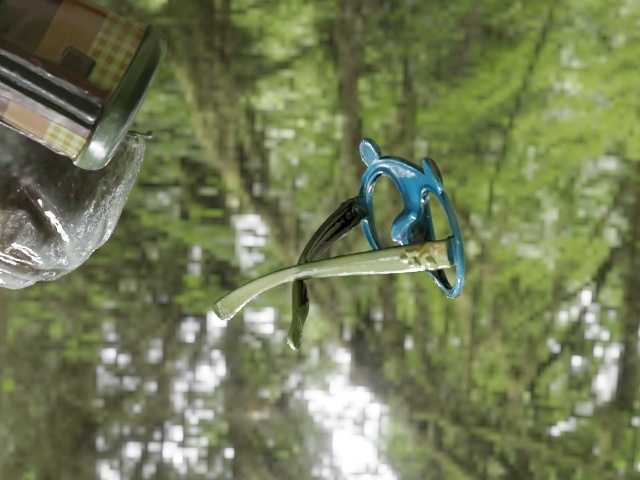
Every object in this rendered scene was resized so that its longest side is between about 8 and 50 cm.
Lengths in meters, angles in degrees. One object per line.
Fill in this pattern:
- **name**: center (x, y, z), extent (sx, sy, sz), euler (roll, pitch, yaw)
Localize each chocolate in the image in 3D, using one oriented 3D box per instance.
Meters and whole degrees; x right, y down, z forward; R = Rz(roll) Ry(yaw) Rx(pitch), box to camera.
- **chocolate**: center (-0.354, -0.051, 2.052), extent (0.303, 0.213, 0.303), euler (11, -177, -1)

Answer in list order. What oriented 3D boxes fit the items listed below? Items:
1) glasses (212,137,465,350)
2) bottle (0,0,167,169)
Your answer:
- **glasses**: center (0.024, 0.027, 1.448), extent (0.207, 0.102, 0.239), euler (-44, -161, -3)
- **bottle**: center (-0.264, -0.175, 1.414), extent (0.271, 0.156, 0.143), euler (28, 158, -10)
